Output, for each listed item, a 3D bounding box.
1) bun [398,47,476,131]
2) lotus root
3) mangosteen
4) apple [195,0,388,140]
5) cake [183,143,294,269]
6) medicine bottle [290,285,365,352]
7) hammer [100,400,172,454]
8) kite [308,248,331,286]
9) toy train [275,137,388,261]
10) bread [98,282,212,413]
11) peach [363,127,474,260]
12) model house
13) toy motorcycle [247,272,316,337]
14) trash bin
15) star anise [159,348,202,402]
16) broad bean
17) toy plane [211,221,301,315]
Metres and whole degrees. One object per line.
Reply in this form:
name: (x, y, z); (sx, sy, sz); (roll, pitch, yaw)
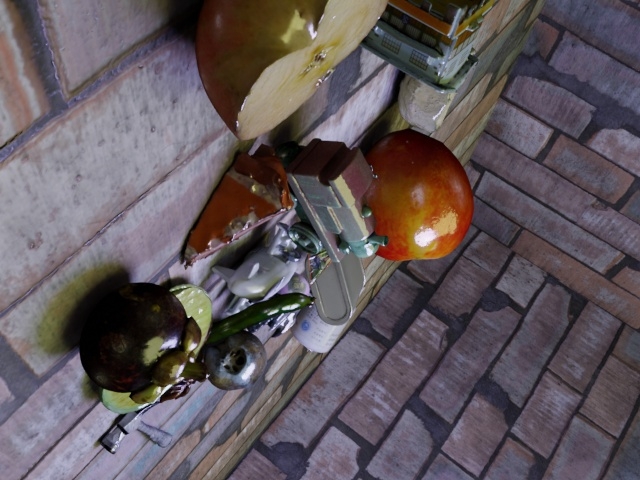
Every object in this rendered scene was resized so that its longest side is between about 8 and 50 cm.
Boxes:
bun: (0.293, -0.418, 1.741); (0.259, 0.152, 0.259); (24, 90, -83)
lotus root: (-0.213, 0.310, 1.701); (0.158, 0.140, 0.322); (-36, 177, -6)
mangosteen: (-0.284, 0.178, 1.094); (0.192, 0.217, 0.192); (-55, 172, -11)
apple: (-0.056, -0.292, 0.870); (0.293, 0.163, 0.251); (-43, 177, 6)
cake: (-0.157, -0.039, 1.245); (0.287, 0.135, 0.098); (-50, -178, 19)
medicine bottle: (0.031, 0.244, 2.359); (0.293, 0.170, 0.170); (-57, 166, 12)
hammer: (-0.439, 0.487, 1.661); (0.152, 0.044, 0.427); (-50, 166, -21)
kite: (0.000, 0.000, 1.684); (0.014, 0.183, 0.241); (-160, -109, -68)
toy train: (0.022, -0.075, 1.377); (0.150, 0.221, 0.304); (-53, 134, -26)
bread: (-0.330, 0.214, 1.325); (0.301, 0.045, 0.301); (-46, 155, -29)
peach: (0.252, -0.128, 1.880); (0.388, 0.388, 0.388); (-50, 165, -19)
model house: (0.210, -0.430, 1.292); (0.198, 0.224, 0.215); (-46, 162, -35)
toy motorcycle: (-0.099, 0.145, 1.740); (0.188, 0.143, 0.327); (-44, -178, 10)
trash bin: (0.042, 0.085, 1.857); (0.247, 0.121, 0.243); (-62, 139, -69)
star anise: (-0.330, 0.325, 1.602); (0.168, 0.057, 0.168); (-49, 165, -18)
broad bean: (-0.146, 0.173, 1.473); (0.292, 0.049, 0.144); (-19, 165, -4)
toy plane: (-0.138, 0.073, 1.514); (0.267, 0.123, 0.267); (-49, 166, -16)
